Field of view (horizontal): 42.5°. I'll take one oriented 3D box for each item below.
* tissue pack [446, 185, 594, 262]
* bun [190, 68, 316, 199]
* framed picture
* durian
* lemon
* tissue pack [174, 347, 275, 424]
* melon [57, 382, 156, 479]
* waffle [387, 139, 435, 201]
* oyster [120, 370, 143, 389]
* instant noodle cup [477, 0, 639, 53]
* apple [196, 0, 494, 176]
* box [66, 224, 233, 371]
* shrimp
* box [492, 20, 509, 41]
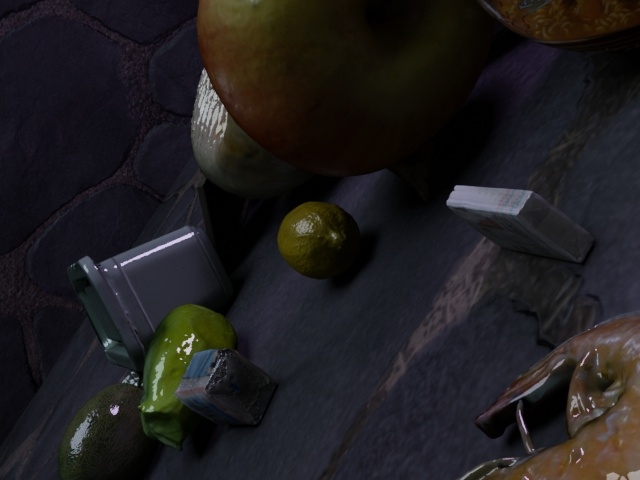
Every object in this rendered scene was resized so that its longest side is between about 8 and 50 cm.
[{"bbox_3d":[0.126,-0.013,0.535,0.023,0.056,0.108,-56,17,-4],"label":"tissue pack"},{"bbox_3d":[-0.042,-0.227,1.165,0.365,0.219,0.365,-51,29,44],"label":"bun"},{"bbox_3d":[-0.153,-0.077,1.348,0.250,0.016,0.184,-80,-14,-53],"label":"framed picture"},{"bbox_3d":[-0.162,0.148,0.982,0.139,0.101,0.250,-52,16,17],"label":"durian"},{"bbox_3d":[0.000,0.000,0.836,0.082,0.082,0.110,-57,22,-4],"label":"lemon"},{"bbox_3d":[-0.098,0.151,0.838,0.094,0.074,0.059,-22,34,59],"label":"tissue pack"},{"bbox_3d":[-0.274,0.263,1.060,0.114,0.114,0.167,-33,27,54],"label":"melon"},{"bbox_3d":[0.112,-0.111,0.835,0.125,0.032,0.191,-51,19,4],"label":"waffle"},{"bbox_3d":[-0.279,0.236,1.229,0.125,0.064,0.177,-49,15,36],"label":"oyster"},{"bbox_3d":[0.191,-0.256,0.596,0.213,0.213,0.174,-49,8,22],"label":"instant noodle cup"},{"bbox_3d":[0.018,-0.206,0.766,0.286,0.286,0.233,-56,23,-1],"label":"apple"},{"bbox_3d":[-0.262,0.077,1.258,0.182,0.175,0.312,-28,6,-22],"label":"box"},{"bbox_3d":[0.094,0.115,0.403,0.251,0.052,0.143,-37,13,30],"label":"shrimp"},{"bbox_3d":[0.199,-0.287,0.882,0.325,0.047,0.180,-27,33,60],"label":"box"}]
